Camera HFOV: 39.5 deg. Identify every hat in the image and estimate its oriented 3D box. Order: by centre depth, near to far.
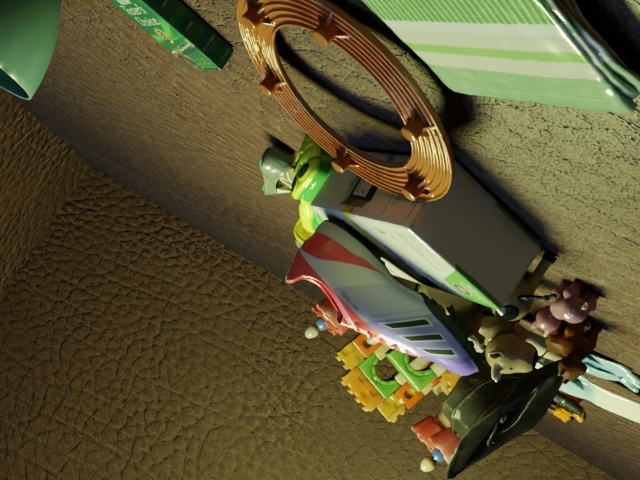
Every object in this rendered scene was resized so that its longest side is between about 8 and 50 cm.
[{"bbox_3d":[0.312,0.280,1.617,0.134,0.331,0.331,46,178,28],"label":"hat"}]

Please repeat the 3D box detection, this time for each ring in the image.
[{"bbox_3d":[0.019,-0.163,1.055,0.337,0.032,0.336,39,165,13],"label":"ring"}]

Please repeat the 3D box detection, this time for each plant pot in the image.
[{"bbox_3d":[-0.529,-0.389,1.412,0.290,0.195,0.290,32,171,5],"label":"plant pot"}]

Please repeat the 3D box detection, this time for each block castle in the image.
[{"bbox_3d":[0.164,0.291,2.002,0.453,0.213,0.303,50,174,2],"label":"block castle"}]

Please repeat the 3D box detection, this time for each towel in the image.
[{"bbox_3d":[0.096,-0.216,0.713,0.325,0.038,0.248,37,172,-34],"label":"towel"}]

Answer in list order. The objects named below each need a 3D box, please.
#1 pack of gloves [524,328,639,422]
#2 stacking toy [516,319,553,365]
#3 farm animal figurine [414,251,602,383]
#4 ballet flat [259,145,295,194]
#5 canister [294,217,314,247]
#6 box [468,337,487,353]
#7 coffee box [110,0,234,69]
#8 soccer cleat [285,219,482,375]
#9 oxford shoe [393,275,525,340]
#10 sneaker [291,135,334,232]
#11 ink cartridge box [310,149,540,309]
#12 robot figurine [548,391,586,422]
[{"bbox_3d":[0.508,0.245,1.698,0.232,0.046,0.195,21,152,28],"label":"pack of gloves"},{"bbox_3d":[0.369,0.189,1.834,0.221,0.052,0.167,40,168,-35],"label":"stacking toy"},{"bbox_3d":[0.277,0.121,1.413,0.327,0.172,0.330,24,167,44],"label":"farm animal figurine"},{"bbox_3d":[-0.074,-0.119,1.679,0.068,0.072,0.213,26,170,5],"label":"ballet flat"},{"bbox_3d":[0.000,0.000,2.037,0.126,0.073,0.170,33,172,2],"label":"canister"},{"bbox_3d":[0.293,0.219,1.812,0.137,0.072,0.126,47,-169,-18],"label":"box"},{"bbox_3d":[-0.219,-0.311,1.253,0.184,0.040,0.113,39,169,-32],"label":"coffee box"},{"bbox_3d":[0.094,0.108,1.310,0.318,0.116,0.108,41,169,0],"label":"soccer cleat"},{"bbox_3d":[0.215,0.124,1.678,0.364,0.132,0.130,33,152,0],"label":"oxford shoe"},{"bbox_3d":[0.021,-0.089,1.487,0.124,0.109,0.295,8,164,8],"label":"sneaker"},{"bbox_3d":[0.142,-0.024,1.285,0.201,0.117,0.278,39,169,-28],"label":"ink cartridge box"},{"bbox_3d":[0.473,0.310,2.011,0.291,0.085,0.211,31,171,15],"label":"robot figurine"}]
